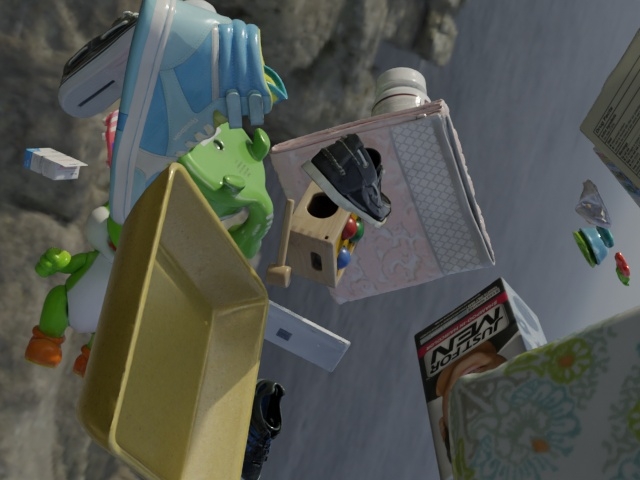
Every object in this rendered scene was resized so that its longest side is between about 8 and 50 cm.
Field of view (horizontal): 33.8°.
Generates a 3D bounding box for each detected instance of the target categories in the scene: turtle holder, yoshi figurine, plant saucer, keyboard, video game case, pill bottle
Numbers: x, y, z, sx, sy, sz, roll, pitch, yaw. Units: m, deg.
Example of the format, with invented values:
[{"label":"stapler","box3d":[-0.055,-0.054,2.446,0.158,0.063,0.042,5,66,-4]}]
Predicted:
[{"label":"turtle holder","box3d":[-0.228,-0.131,2.075,0.227,0.320,0.243,-35,-140,32]},{"label":"yoshi figurine","box3d":[-0.352,0.056,1.761,0.362,0.203,0.203,-69,157,-5]},{"label":"plant saucer","box3d":[-0.168,0.134,1.207,0.333,0.081,0.333,62,31,-55]},{"label":"keyboard","box3d":[-0.064,0.170,2.003,0.072,0.256,0.014,-55,-160,15]},{"label":"video game case","box3d":[0.464,-0.076,1.493,0.019,0.143,0.157,-42,-167,0]},{"label":"pill bottle","box3d":[0.159,-0.218,2.033,0.121,0.121,0.221,84,5,-57]}]

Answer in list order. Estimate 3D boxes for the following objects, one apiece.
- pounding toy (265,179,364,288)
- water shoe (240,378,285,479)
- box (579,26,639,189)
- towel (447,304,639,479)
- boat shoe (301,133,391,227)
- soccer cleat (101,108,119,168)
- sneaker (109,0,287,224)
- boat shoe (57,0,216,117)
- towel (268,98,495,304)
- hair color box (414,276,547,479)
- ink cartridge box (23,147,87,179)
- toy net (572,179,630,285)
[{"label":"pounding toy","box3d":[-0.003,-0.001,1.642,0.181,0.094,0.206,86,27,-55]},{"label":"water shoe","box3d":[-0.117,0.364,1.990,0.073,0.080,0.203,11,84,-38]},{"label":"box","box3d":[0.417,-0.107,1.116,0.127,0.232,0.149,-15,145,-33]},{"label":"towel","box3d":[0.266,0.200,0.815,0.090,0.374,0.320,38,39,-34]},{"label":"boat shoe","box3d":[0.053,-0.072,1.292,0.079,0.084,0.233,-48,160,4]},{"label":"soccer cleat","box3d":[-0.283,-0.177,1.669,0.248,0.095,0.083,-87,175,-66]},{"label":"sneaker","box3d":[-0.158,-0.148,1.364,0.127,0.208,0.319,-103,-154,-59]},{"label":"boat shoe","box3d":[-0.332,-0.344,1.839,0.121,0.335,0.119,38,31,-55]},{"label":"towel","box3d":[0.111,-0.055,1.825,0.053,0.317,0.332,-74,146,-57]},{"label":"hair color box","box3d":[0.266,0.234,1.617,0.185,0.113,0.374,-37,-156,17]},{"label":"ink cartridge box","box3d":[-0.384,-0.109,1.530,0.048,0.083,0.028,-11,118,-55]},{"label":"toy net","box3d":[0.423,-0.007,1.614,0.232,0.045,0.122,53,13,-57]}]
